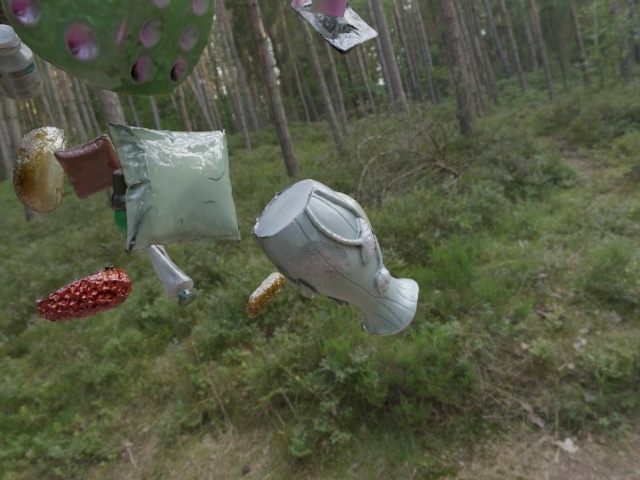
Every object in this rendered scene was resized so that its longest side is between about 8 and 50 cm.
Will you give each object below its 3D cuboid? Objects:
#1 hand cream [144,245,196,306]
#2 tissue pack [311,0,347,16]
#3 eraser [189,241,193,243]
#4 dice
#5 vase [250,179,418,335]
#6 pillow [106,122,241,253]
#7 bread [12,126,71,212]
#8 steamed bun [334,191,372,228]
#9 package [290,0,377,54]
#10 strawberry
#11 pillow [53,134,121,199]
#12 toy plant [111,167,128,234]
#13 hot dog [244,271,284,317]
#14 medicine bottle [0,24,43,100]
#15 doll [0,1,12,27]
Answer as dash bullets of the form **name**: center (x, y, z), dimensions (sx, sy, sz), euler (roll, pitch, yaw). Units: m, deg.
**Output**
- **hand cream**: center (-0.451, 0.037, 1.297), dimensions (0.076, 0.336, 0.121), euler (-37, -18, -2)
- **tissue pack**: center (0.042, -0.711, 1.183), dimensions (0.092, 0.246, 0.148), euler (10, -28, 1)
- **eraser**: center (-0.552, -0.116, 1.802), dimensions (0.059, 0.204, 0.243), euler (-10, -19, 16)
- **dice**: center (-0.441, -0.527, 1.017), dimensions (0.330, 0.322, 0.318), euler (31, 25, 4)
- **vase**: center (0.058, 0.057, 1.159), dimensions (0.250, 0.445, 0.250), euler (-36, 27, 22)
- **pillow**: center (-0.343, -0.133, 1.139), dimensions (0.310, 0.312, 0.119), euler (-7, -4, -40)
- **bread**: center (-0.970, -0.248, 1.618), dimensions (0.158, 0.306, 0.305), euler (9, -7, -25)
- **steamed bun**: center (0.000, 0.000, 1.544), dimensions (0.333, 0.312, 0.233), euler (-16, 39, 22)
- **package**: center (0.042, -0.651, 1.359), dimensions (0.154, 0.239, 0.030), euler (-38, -9, -22)
- **strawberry**: center (-0.482, 0.127, 0.971), dimensions (0.188, 0.082, 0.121), euler (-28, -15, -46)
- **pillow**: center (-0.710, -0.229, 1.459), dimensions (0.179, 0.171, 0.075), euler (-19, 27, -2)
- **toy plant**: center (-0.474, -0.091, 1.205), dimensions (0.105, 0.200, 0.143), euler (7, 26, 24)
- **hot dog**: center (-0.147, 0.142, 1.242), dimensions (0.045, 0.071, 0.165), euler (23, 34, 14)
- **medicine bottle**: center (-0.989, -0.569, 1.489), dimensions (0.135, 0.135, 0.215), euler (-14, -25, -22)
- **doll**: center (-1.107, -0.914, 1.565), dimensions (0.378, 0.382, 0.252), euler (39, -2, -41)
